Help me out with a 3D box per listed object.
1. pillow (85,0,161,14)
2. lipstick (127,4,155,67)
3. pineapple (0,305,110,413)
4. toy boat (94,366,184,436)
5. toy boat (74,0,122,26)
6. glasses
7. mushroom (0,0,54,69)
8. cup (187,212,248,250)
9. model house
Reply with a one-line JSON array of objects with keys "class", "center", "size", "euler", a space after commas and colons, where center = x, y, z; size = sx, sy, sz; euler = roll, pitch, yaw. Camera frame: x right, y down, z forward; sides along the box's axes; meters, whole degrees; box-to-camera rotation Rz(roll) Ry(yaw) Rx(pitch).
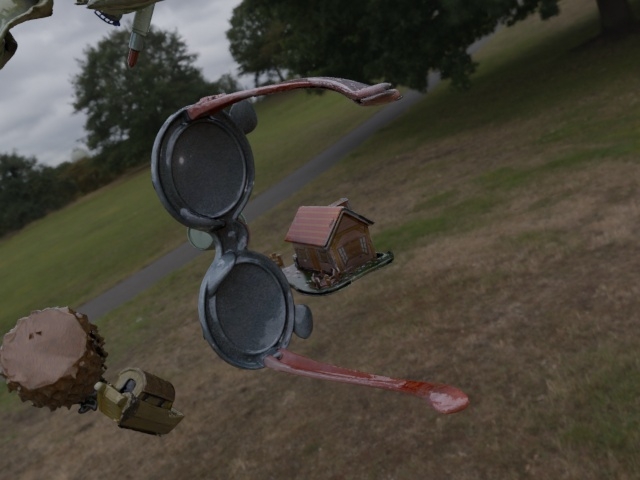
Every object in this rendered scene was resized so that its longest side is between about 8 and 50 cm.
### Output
[{"class": "pillow", "center": [-0.230, -0.330, 0.755], "size": [0.148, 0.050, 0.229], "euler": [-21, 23, -10]}, {"class": "lipstick", "center": [-0.336, -0.381, 1.068], "size": [0.030, 0.030, 0.129], "euler": [-113, 43, -59]}, {"class": "pineapple", "center": [-0.597, 0.308, 1.381], "size": [0.223, 0.222, 0.357], "euler": [-30, -24, -15]}, {"class": "toy boat", "center": [-0.281, 0.263, 0.940], "size": [0.068, 0.226, 0.088], "euler": [23, 73, 23]}, {"class": "toy boat", "center": [-0.534, -0.569, 1.358], "size": [0.110, 0.175, 0.091], "euler": [-1, 63, 22]}, {"class": "glasses", "center": [0.000, 0.000, 0.410], "size": [0.118, 0.234, 0.269], "euler": [-23, 16, -38]}, {"class": "mushroom", "center": [-0.685, -0.439, 1.098], "size": [0.212, 0.217, 0.291], "euler": [-30, 29, 47]}, {"class": "cup", "center": [-0.252, -0.020, 1.406], "size": [0.120, 0.119, 0.141], "euler": [-19, 2, 26]}, {"class": "model house", "center": [-0.003, 0.006, 1.280], "size": [0.207, 0.153, 0.294], "euler": [-25, 14, -26]}]
